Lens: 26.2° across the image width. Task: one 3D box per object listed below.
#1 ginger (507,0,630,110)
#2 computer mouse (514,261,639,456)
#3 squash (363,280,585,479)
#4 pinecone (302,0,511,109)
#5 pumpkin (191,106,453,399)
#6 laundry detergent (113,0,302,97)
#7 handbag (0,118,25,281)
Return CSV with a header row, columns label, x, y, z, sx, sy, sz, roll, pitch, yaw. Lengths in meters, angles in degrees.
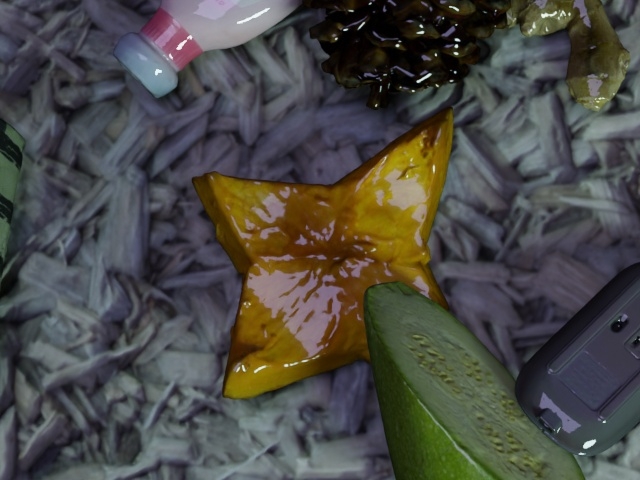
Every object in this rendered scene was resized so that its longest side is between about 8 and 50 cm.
label,x,y,z,sx,sy,sz,roll,pitch,yaw
ginger,0.257,-0.235,1.480,0.133,0.059,0.214,-6,76,1
computer mouse,0.294,0.116,1.368,0.120,0.057,0.232,42,68,16
squash,0.148,0.158,1.307,0.189,0.189,0.261,-9,88,8
pinecone,0.089,-0.264,1.421,0.243,0.243,0.257,10,91,13
pumpkin,0.021,0.016,1.436,0.290,0.095,0.258,-11,77,1
laundry detergent,-0.092,-0.301,1.542,0.335,0.088,0.159,-44,71,-3
handbag,-0.503,0.022,1.499,0.327,0.162,0.325,1,74,17
